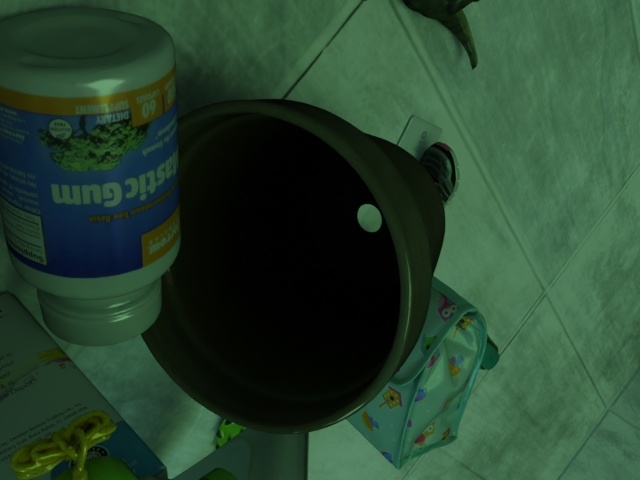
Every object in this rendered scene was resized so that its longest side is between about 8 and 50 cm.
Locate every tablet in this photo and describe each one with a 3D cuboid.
[{"bbox_3d":[0.138,-0.141,1.132,0.083,0.006,0.054,11,108,-53],"label":"tablet"}]

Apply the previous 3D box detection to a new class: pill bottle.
[{"bbox_3d":[-0.197,-0.046,0.698,0.152,0.152,0.272,-25,134,-35],"label":"pill bottle"}]

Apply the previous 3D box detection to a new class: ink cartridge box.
[{"bbox_3d":[-0.285,0.221,0.707,0.198,0.270,0.197,-27,137,-34],"label":"ink cartridge box"}]

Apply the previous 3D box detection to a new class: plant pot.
[{"bbox_3d":[0.000,0.000,0.866,0.280,0.323,0.323,-25,137,-57],"label":"plant pot"}]

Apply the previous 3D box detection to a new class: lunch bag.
[{"bbox_3d":[0.101,0.142,1.127,0.160,0.223,0.262,-17,129,-34],"label":"lunch bag"}]

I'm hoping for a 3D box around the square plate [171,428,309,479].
[{"bbox_3d":[-0.152,0.366,0.872,0.347,0.344,0.049,-38,116,24],"label":"square plate"}]

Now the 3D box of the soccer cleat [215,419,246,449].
[{"bbox_3d":[-0.111,0.294,1.156,0.072,0.060,0.179,-33,146,-42],"label":"soccer cleat"}]

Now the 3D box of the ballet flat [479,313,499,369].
[{"bbox_3d":[0.272,0.177,1.487,0.073,0.067,0.206,-45,141,-10],"label":"ballet flat"}]

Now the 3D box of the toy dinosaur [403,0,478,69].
[{"bbox_3d":[0.163,-0.306,0.983,0.118,0.064,0.268,-49,147,16],"label":"toy dinosaur"}]

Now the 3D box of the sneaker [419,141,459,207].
[{"bbox_3d":[0.140,-0.058,1.146,0.075,0.063,0.170,-22,141,-43],"label":"sneaker"}]

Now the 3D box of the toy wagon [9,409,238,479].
[{"bbox_3d":[-0.165,0.272,0.593,0.267,0.068,0.344,-25,136,-36],"label":"toy wagon"}]
